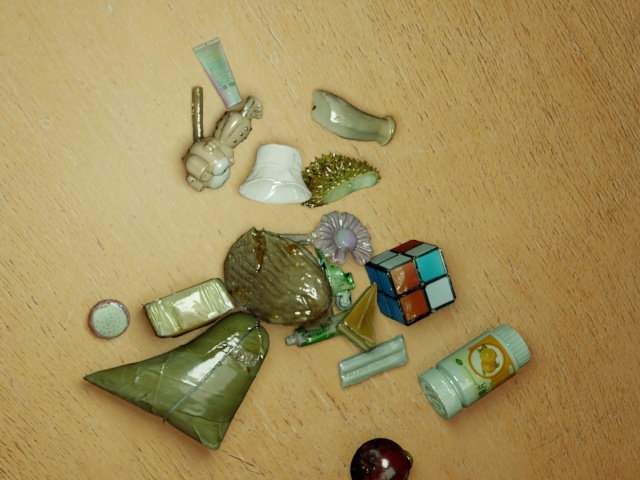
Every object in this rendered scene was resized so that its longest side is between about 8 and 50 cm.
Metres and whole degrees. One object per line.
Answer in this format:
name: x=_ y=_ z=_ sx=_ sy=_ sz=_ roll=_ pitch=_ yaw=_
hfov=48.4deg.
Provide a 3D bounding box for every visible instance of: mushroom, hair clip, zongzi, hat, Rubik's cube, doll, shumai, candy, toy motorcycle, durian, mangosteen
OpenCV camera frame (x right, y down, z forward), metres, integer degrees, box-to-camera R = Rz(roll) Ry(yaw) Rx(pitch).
mushroom: x=0.085 y=-0.323 z=1.938 sx=0.247 sy=0.108 sz=0.096 roll=18 pitch=132 yaw=-18
hair clip: x=-0.001 y=-0.003 z=1.944 sx=0.301 sy=0.069 sz=0.172 roll=-3 pitch=62 yaw=-13
zongzi: x=-0.350 y=0.300 z=1.844 sx=0.393 sy=0.174 sz=0.356 roll=31 pitch=83 yaw=-14
hat: x=-0.114 y=-0.178 z=1.863 sx=0.203 sy=0.203 sz=0.126 roll=8 pitch=73 yaw=-20
Rubik's cube: x=0.254 y=0.116 z=2.019 sx=0.180 sy=0.167 sz=0.183 roll=-26 pitch=106 yaw=-15
doll: x=-0.244 y=-0.249 z=1.806 sx=0.119 sy=0.154 sz=0.278 roll=36 pitch=84 yaw=4
shumai: x=-0.067 y=0.115 z=1.873 sx=0.283 sy=0.346 sz=0.217 roll=22 pitch=90 yaw=-49
candy: x=-0.541 y=0.201 z=1.824 sx=0.103 sy=0.043 sz=0.103 roll=-2 pitch=96 yaw=-18
toy motorcycle: x=0.031 y=0.110 z=1.996 sx=0.190 sy=0.074 sz=0.106 roll=42 pitch=74 yaw=-19
durian: x=0.054 y=-0.162 z=1.949 sx=0.252 sy=0.144 sz=0.139 roll=-30 pitch=128 yaw=-18
mangosteen: x=0.186 y=0.668 z=2.085 sx=0.200 sy=0.200 sz=0.199 roll=-3 pitch=99 yaw=-19

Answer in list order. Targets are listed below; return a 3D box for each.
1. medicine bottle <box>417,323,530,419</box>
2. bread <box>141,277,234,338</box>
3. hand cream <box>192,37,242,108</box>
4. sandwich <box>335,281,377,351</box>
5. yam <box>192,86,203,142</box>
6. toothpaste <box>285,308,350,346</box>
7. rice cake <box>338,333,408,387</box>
medicine bottle: x=0.465 y=0.388 z=2.137 sx=0.318 sy=0.158 sz=0.158 roll=-31 pitch=106 yaw=-13
bread: x=-0.335 y=0.176 z=1.811 sx=0.210 sy=0.192 sz=0.109 roll=-20 pitch=92 yaw=-18
hand cream: x=-0.257 y=-0.429 z=1.835 sx=0.076 sy=0.047 sz=0.174 roll=-27 pitch=97 yaw=-13
sandwich: x=0.138 y=0.216 z=2.007 sx=0.113 sy=0.079 sz=0.163 roll=41 pitch=64 yaw=-1
yam: x=-0.315 y=-0.321 z=1.832 sx=0.032 sy=0.032 sz=0.145 roll=-3 pitch=100 yaw=-19
toothpaste: x=0.017 y=0.250 z=2.024 sx=0.248 sy=0.047 sz=0.078 roll=-16 pitch=88 yaw=-18
rice cake: x=0.153 y=0.354 z=2.086 sx=0.226 sy=0.040 sz=0.085 roll=-20 pitch=104 yaw=-15
